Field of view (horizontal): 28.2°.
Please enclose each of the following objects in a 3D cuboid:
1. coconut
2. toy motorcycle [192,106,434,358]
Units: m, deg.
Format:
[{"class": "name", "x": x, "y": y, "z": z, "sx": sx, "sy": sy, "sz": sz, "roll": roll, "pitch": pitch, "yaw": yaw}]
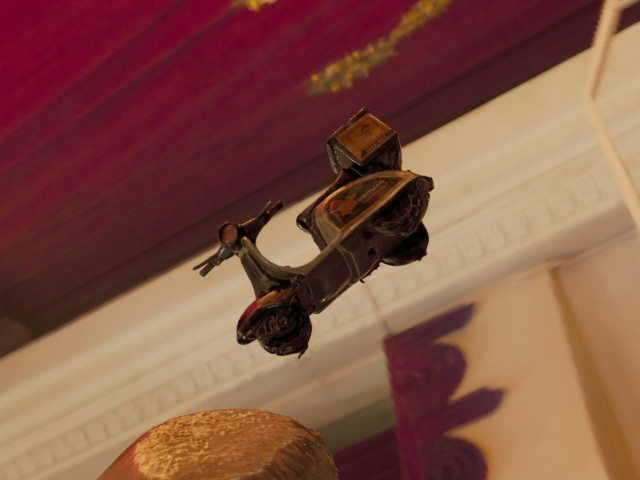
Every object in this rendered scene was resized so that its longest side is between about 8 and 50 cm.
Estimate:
[{"class": "coconut", "x": -0.113, "y": 0.412, "z": 1.471, "sx": 0.415, "sy": 0.344, "sz": 0.415, "roll": -21, "pitch": -66, "yaw": -55}, {"class": "toy motorcycle", "x": 0.000, "y": 0.000, "z": 1.270, "sx": 0.157, "sy": 0.263, "sz": 0.091, "roll": 42, "pitch": 164, "yaw": 29}]
